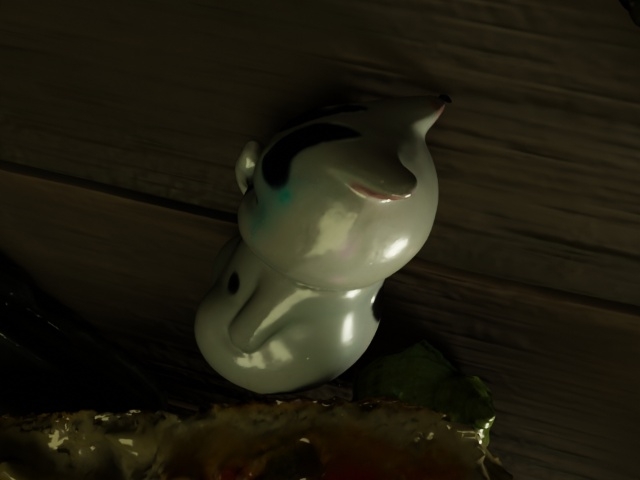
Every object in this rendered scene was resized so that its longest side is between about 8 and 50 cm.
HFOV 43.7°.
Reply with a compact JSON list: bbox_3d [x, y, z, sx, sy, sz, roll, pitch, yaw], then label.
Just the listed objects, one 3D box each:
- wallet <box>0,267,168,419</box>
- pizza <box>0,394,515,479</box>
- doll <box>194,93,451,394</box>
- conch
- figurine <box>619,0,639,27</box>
[{"bbox_3d":[-0.333,0.163,0.683,0.228,0.062,0.406,42,124,-20],"label":"wallet"},{"bbox_3d":[-0.085,0.213,0.542,0.406,0.130,0.440,12,146,0],"label":"pizza"},{"bbox_3d":[-0.005,0.004,0.436,0.106,0.110,0.181,19,130,-4],"label":"doll"},{"bbox_3d":[0.065,0.111,0.539,0.121,0.074,0.089,-9,94,44],"label":"conch"},{"bbox_3d":[0.212,-0.051,0.344,0.196,0.108,0.114,47,117,2],"label":"figurine"}]
